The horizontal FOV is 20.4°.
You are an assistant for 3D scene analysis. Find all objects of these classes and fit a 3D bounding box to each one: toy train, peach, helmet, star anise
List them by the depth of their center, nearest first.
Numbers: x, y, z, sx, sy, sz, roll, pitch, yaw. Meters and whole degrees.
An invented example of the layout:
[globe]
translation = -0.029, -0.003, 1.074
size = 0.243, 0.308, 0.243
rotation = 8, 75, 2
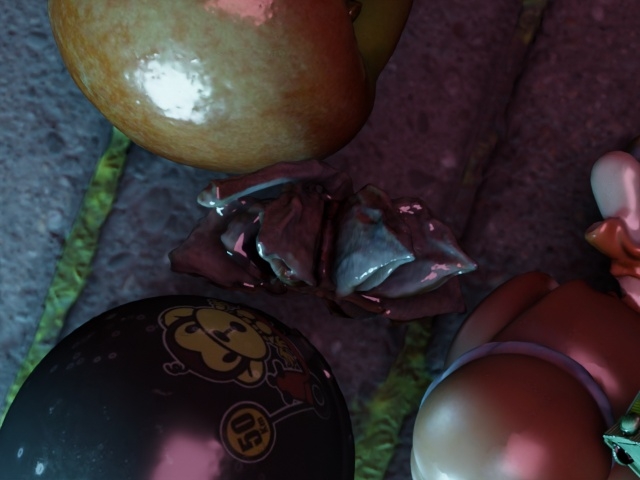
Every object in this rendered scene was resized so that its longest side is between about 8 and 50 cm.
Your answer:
[toy train]
translation = 0.213, 0.125, 1.062
size = 0.093, 0.038, 0.056
rotation = 44, 71, -29
[helmet]
translation = -0.118, 0.151, 1.157
size = 0.279, 0.160, 0.230
rotation = -40, 69, -1
[star anise]
translation = 0.000, 0.000, 1.166
size = 0.209, 0.231, 0.089
rotation = 4, 70, 5
[peach]
translation = -0.061, -0.169, 1.181
size = 0.252, 0.252, 0.252
rotation = 0, 87, -5

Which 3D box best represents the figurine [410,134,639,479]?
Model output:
[figurine]
translation = 0.233, 0.068, 1.201
size = 0.388, 0.248, 0.276
rotation = -48, 116, -4
